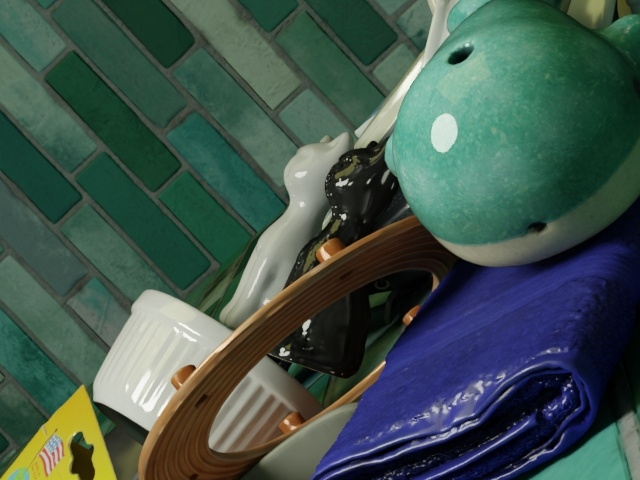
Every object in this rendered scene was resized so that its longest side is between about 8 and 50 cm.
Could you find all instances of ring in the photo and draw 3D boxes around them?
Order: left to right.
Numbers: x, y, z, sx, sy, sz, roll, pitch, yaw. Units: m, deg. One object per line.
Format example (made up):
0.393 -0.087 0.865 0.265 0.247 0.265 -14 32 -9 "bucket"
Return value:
-0.003 0.088 1.341 0.336 0.032 0.336 -33 -22 -15 "ring"

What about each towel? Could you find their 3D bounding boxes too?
0.137 0.068 1.167 0.228 0.076 0.308 -30 13 35 "towel"

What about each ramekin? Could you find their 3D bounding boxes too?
-0.105 0.147 1.541 0.109 0.207 0.207 -54 9 -13 "ramekin"

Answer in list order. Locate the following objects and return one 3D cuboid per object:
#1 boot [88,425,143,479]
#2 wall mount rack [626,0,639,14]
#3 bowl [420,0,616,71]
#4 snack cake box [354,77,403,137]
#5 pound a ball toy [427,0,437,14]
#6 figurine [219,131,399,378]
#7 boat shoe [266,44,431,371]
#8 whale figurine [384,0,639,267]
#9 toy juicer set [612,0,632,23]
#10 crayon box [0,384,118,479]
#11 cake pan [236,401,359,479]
-0.217 0.249 1.797 0.284 0.138 0.377 -45 11 -6 "boot"
0.343 -0.314 1.272 0.350 0.130 0.304 -5 78 47 "wall mount rack"
0.148 -0.128 1.417 0.298 0.134 0.298 13 -90 -88 "bowl"
0.168 -0.152 1.975 0.089 0.152 0.264 -38 9 42 "snack cake box"
0.254 -0.246 1.939 0.319 0.208 0.136 -19 -5 -26 "pound a ball toy"
0.000 0.000 1.555 0.209 0.092 0.215 -70 19 0 "figurine"
0.061 -0.007 1.738 0.500 0.156 0.187 -53 3 30 "boat shoe"
0.127 -0.111 1.179 0.216 0.141 0.272 -25 39 24 "whale figurine"
0.286 -0.227 1.501 0.089 0.209 0.329 -35 1 -35 "toy juicer set"
-0.259 0.303 1.497 0.318 0.081 0.202 -51 28 9 "crayon box"
-0.054 0.239 1.264 0.293 0.054 0.293 -42 7 6 "cake pan"
